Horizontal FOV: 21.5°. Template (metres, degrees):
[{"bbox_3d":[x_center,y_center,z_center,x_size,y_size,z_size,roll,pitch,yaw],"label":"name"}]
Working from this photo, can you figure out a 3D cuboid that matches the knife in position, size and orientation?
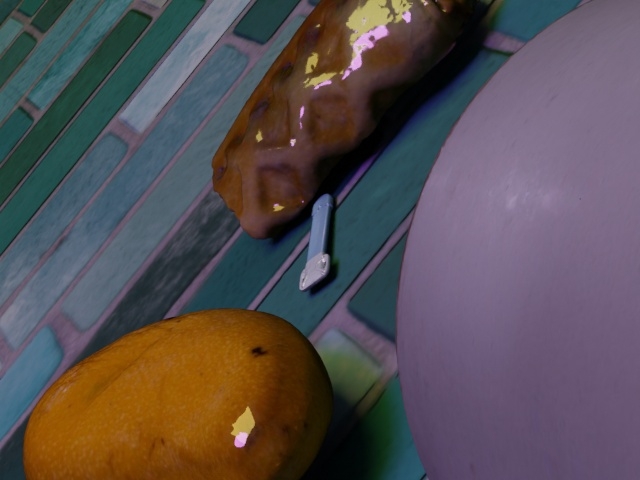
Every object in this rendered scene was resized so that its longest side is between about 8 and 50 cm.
[{"bbox_3d":[0.000,0.000,1.121,0.027,0.010,0.096,-37,27,28],"label":"knife"}]

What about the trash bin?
[{"bbox_3d":[0.195,0.045,0.400,0.280,0.280,0.432,-53,15,-5],"label":"trash bin"}]

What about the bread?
[{"bbox_3d":[0.011,-0.113,1.177,0.232,0.088,0.128,-46,17,20],"label":"bread"}]

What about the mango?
[{"bbox_3d":[-0.077,0.115,0.985,0.262,0.109,0.157,-3,42,50],"label":"mango"}]
